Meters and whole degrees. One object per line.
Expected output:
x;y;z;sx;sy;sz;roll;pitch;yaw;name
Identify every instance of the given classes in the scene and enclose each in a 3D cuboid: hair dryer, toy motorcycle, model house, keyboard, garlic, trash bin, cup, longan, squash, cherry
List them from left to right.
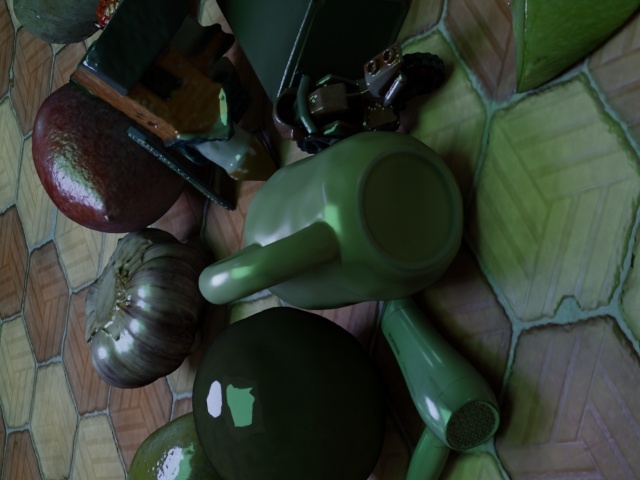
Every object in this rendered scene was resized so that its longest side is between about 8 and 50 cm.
-0.293;-0.110;1.824;0.206;0.239;0.239;146;119;-61;cherry
-0.234;0.102;1.827;0.245;0.161;0.244;-47;31;40;garlic
-0.186;-0.095;1.736;0.014;0.176;0.055;-54;38;-4;keyboard
-0.155;-0.202;1.646;0.190;0.301;0.271;-54;13;-9;model house
-0.034;0.190;1.436;0.248;0.248;0.248;0;90;58;longan
-0.023;-0.272;1.509;0.240;0.122;0.164;57;137;44;trash bin
0.001;-0.020;1.335;0.202;0.255;0.173;-16;73;58;cup
0.031;-0.149;1.389;0.212;0.118;0.084;-31;56;41;toy motorcycle
0.102;0.198;1.375;0.206;0.075;0.237;-124;37;-52;hair dryer
0.248;-0.271;1.164;0.204;0.155;0.236;37;-132;-84;squash

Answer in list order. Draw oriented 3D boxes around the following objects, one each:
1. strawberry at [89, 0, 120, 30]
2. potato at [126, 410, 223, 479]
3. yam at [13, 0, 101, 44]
-0.257;-0.335;1.886;0.148;0.131;0.131;133;129;-58;strawberry
-0.169;0.315;1.711;0.174;0.159;0.251;50;126;15;potato
-0.371;-0.415;2.037;0.268;0.161;0.161;-24;69;57;yam
